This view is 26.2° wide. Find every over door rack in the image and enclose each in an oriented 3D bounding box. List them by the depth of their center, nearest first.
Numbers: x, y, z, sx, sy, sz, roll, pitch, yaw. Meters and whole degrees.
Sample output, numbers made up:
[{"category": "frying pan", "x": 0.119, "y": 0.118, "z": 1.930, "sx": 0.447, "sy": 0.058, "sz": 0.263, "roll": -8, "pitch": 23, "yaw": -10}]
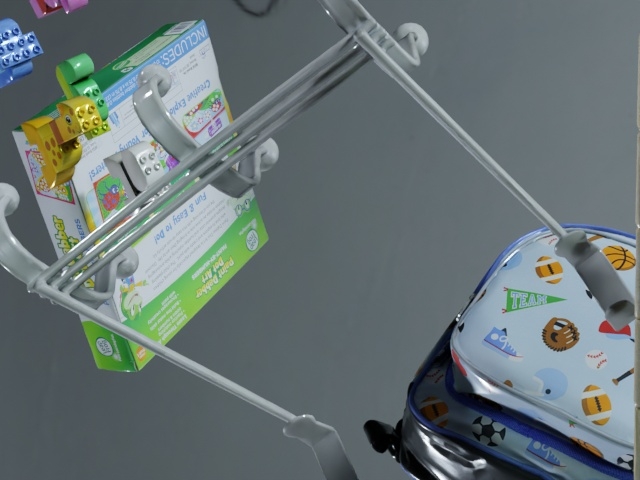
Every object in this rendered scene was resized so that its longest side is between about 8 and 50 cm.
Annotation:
[{"category": "over door rack", "x": 0.000, "y": 0.000, "z": 0.798, "sx": 0.239, "sy": 0.324, "sz": 0.108, "roll": -36, "pitch": 40, "yaw": 15}]

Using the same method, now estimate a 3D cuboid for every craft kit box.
[{"category": "craft kit box", "x": -0.157, "y": -0.047, "z": 1.295, "sx": 0.061, "sy": 0.250, "sz": 0.247, "roll": -2, "pitch": 118, "yaw": 32}]

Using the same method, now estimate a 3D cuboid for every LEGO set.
[{"category": "LEGO set", "x": -0.192, "y": -0.116, "z": 1.075, "sx": 0.093, "sy": 0.087, "sz": 0.227, "roll": -15, "pitch": 103, "yaw": 54}]

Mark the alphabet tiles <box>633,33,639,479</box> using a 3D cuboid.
[{"category": "alphabet tiles", "x": 0.244, "y": 0.015, "z": 0.536, "sx": 0.237, "sy": 0.009, "sz": 0.198, "roll": 1, "pitch": 107, "yaw": 14}]

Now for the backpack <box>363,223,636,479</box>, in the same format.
[{"category": "backpack", "x": 0.217, "y": 0.108, "z": 1.143, "sx": 0.276, "sy": 0.263, "sz": 0.213, "roll": 28, "pitch": 140, "yaw": 13}]
